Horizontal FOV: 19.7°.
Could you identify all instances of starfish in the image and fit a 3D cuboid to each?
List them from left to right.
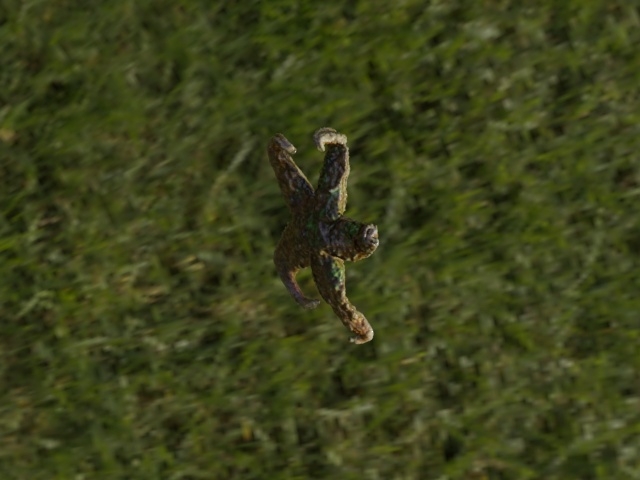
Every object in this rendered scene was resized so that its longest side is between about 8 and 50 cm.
[{"bbox_3d":[0.008,-0.004,1.638,0.053,0.150,0.210,-28,105,-32],"label":"starfish"}]
